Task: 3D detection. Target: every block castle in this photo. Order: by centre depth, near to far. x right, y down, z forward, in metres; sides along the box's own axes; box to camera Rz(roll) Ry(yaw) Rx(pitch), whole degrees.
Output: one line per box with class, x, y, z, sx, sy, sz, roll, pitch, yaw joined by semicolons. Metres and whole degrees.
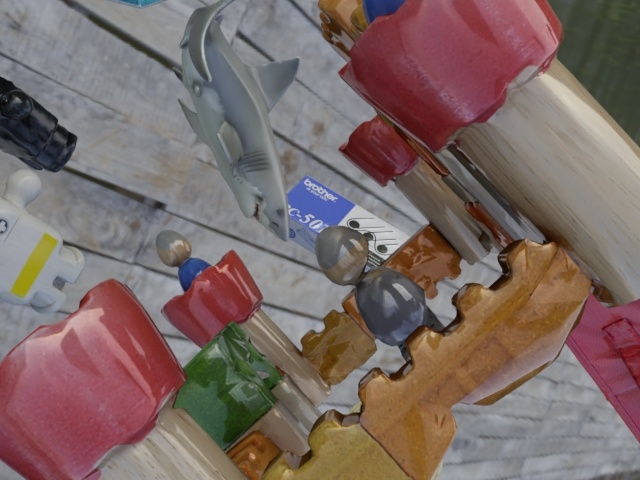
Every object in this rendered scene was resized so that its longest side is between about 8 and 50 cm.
block castle;0.000;0.000;0.513;0.303;0.213;0.453;-42;180;2

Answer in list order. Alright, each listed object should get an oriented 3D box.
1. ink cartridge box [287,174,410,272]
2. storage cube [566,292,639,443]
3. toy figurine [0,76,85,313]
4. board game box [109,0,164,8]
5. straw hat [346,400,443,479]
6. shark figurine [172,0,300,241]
ink cartridge box;0.035;-0.009;1.211;0.097;0.207;0.046;-47;164;-40
storage cube;0.301;0.030;0.588;0.184;0.193;0.215;52;33;-9
toy figurine;-0.283;-0.019;0.552;0.213;0.210;0.148;-30;140;16
board game box;-0.160;-0.277;0.636;0.336;0.253;0.079;-49;153;-56
straw hat;0.077;0.239;0.946;0.144;0.144;0.061;-57;159;-17
shark figurine;-0.064;-0.142;0.698;0.116;0.166;0.278;-29;149;-12
